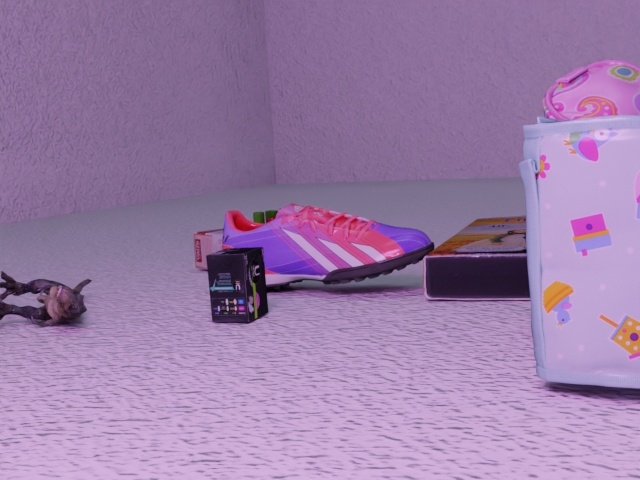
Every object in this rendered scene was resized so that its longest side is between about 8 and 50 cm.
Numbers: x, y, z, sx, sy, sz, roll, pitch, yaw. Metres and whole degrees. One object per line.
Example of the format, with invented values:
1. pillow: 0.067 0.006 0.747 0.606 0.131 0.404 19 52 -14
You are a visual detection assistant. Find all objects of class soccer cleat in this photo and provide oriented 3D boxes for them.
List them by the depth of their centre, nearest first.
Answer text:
1. soccer cleat: 0.000 0.000 1.365 0.318 0.117 0.108 -7 5 29

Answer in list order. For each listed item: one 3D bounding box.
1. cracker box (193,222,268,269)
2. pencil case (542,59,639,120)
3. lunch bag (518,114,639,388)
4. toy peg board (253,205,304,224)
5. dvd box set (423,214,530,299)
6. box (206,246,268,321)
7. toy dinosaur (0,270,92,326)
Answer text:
1. cracker box: -0.083 0.014 1.615 0.155 0.067 0.232 -8 7 -37
2. pencil case: 0.276 -0.041 1.014 0.124 0.284 0.124 -4 47 4
3. lunch bag: 0.295 0.003 0.806 0.262 0.224 0.160 -3 5 4
4. toy peg board: -0.038 -0.018 1.810 0.160 0.079 0.161 2 9 42
5. dvd box set: 0.335 0.015 1.384 0.307 0.062 0.420 -1 7 19
6. box: -0.101 0.053 1.206 0.052 0.083 0.062 -3 7 20
7. toy dinosaur: -0.362 0.076 1.294 0.118 0.064 0.268 2 3 -12
